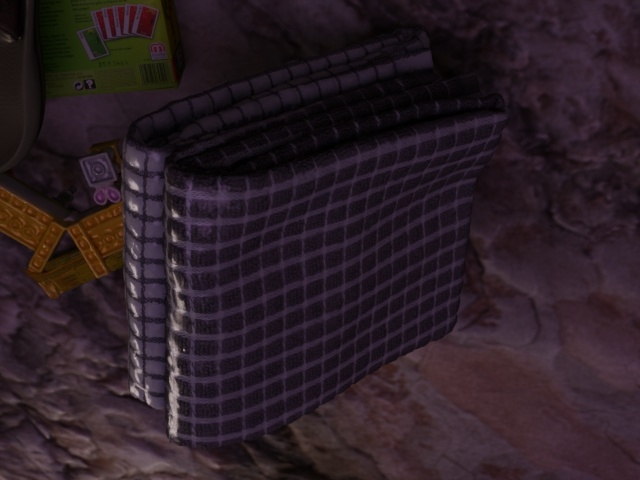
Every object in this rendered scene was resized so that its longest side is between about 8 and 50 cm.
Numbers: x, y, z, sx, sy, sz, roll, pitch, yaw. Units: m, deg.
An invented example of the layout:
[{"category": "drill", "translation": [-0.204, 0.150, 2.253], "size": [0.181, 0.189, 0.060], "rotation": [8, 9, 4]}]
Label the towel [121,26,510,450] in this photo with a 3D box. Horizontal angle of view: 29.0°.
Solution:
[{"category": "towel", "translation": [0.000, 0.000, 0.888], "size": [0.283, 0.121, 0.235], "rotation": [-22, 130, -32]}]

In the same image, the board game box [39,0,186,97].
[{"category": "board game box", "translation": [-0.200, -0.156, 0.924], "size": [0.181, 0.043, 0.092], "rotation": [-4, 123, 6]}]

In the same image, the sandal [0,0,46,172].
[{"category": "sandal", "translation": [-0.242, -0.166, 0.796], "size": [0.120, 0.086, 0.303], "rotation": [6, 124, 14]}]

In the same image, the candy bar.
[{"category": "candy bar", "translation": [-0.178, 0.009, 1.047], "size": [0.161, 0.018, 0.040], "rotation": [-24, 122, 18]}]

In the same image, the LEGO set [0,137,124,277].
[{"category": "LEGO set", "translation": [-0.190, -0.052, 0.965], "size": [0.287, 0.107, 0.132], "rotation": [-1, 114, 10]}]
